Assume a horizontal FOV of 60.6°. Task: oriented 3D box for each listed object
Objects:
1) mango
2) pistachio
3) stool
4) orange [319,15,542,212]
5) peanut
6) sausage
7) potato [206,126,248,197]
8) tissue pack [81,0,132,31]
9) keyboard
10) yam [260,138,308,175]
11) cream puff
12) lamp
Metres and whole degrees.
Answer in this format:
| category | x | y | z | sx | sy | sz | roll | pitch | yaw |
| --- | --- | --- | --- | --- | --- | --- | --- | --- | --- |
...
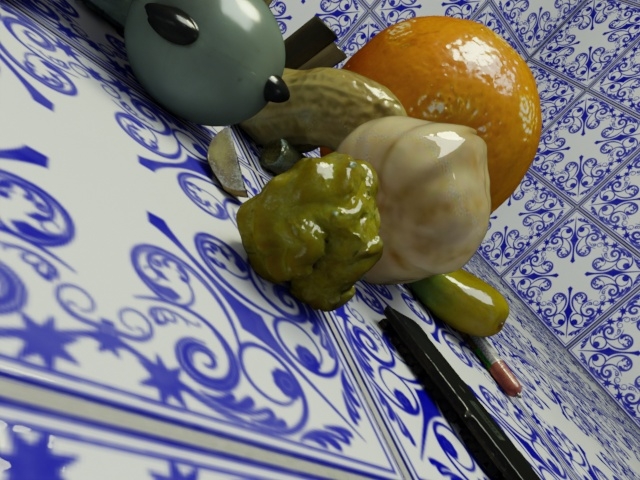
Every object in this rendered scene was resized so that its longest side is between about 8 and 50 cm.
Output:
| category | x | y | z | sx | sy | sz | roll | pitch | yaw |
| --- | --- | --- | --- | --- | --- | --- | --- | --- | --- |
| mango | 0.225 | 0.088 | 0.929 | 0.194 | 0.092 | 0.130 | 42 | 26 | 23 |
| pistachio | 0.124 | -0.048 | 0.759 | 0.229 | 0.237 | 0.321 | 55 | -4 | 19 |
| stool | -0.130 | -0.414 | 1.125 | 0.310 | 0.226 | 0.310 | 44 | 11 | -1 |
| orange | 0.203 | -0.200 | 1.036 | 0.424 | 0.424 | 0.326 | 40 | 20 | -15 |
| peanut | -0.006 | -0.203 | 0.870 | 0.305 | 0.147 | 0.147 | 9 | -7 | 32 |
| sausage | 0.274 | 0.180 | 0.934 | 0.029 | 0.029 | 0.223 | 33 | 18 | -39 |
| potato | -0.108 | -0.080 | 0.622 | 0.037 | 0.036 | 0.093 | 96 | -21 | -61 |
| tissue pack | -0.319 | -0.427 | 0.879 | 0.227 | 0.103 | 0.316 | 25 | 24 | -55 |
| keyboard | 0.169 | 0.200 | 0.588 | 0.106 | 0.027 | 0.317 | 31 | 19 | -53 |
| yam | -0.039 | -0.115 | 0.863 | 0.132 | 0.054 | 0.054 | 27 | 21 | -51 |
| cream puff | 0.000 | 0.000 | 0.497 | 0.116 | 0.146 | 0.146 | 66 | 19 | 14 |
| lamp | -0.151 | -0.247 | 0.690 | 0.197 | 0.198 | 0.244 | 32 | 10 | -41 |
